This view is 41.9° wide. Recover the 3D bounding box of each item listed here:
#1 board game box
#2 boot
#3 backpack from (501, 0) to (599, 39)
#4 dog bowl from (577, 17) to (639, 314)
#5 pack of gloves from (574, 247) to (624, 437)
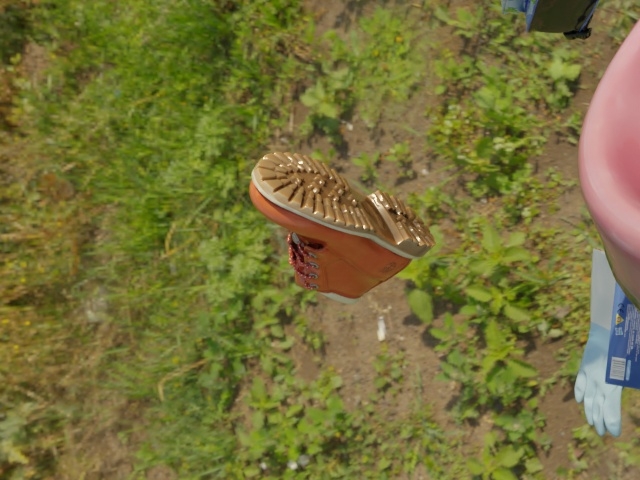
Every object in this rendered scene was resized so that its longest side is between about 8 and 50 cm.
[{"bbox_3d":[0.291,0.022,0.698,0.035,0.136,0.201,5,87,43],"label":"board game box"},{"bbox_3d":[0.000,0.000,0.543,0.085,0.158,0.059,-42,50,22],"label":"boot"},{"bbox_3d":[0.188,-0.233,0.664,0.084,0.105,0.114,10,81,9],"label":"backpack"},{"bbox_3d":[0.290,-0.075,0.344,0.150,0.408,0.408,41,130,-17],"label":"dog bowl"},{"bbox_3d":[0.351,0.146,0.923,0.195,0.046,0.232,29,124,54],"label":"pack of gloves"}]
